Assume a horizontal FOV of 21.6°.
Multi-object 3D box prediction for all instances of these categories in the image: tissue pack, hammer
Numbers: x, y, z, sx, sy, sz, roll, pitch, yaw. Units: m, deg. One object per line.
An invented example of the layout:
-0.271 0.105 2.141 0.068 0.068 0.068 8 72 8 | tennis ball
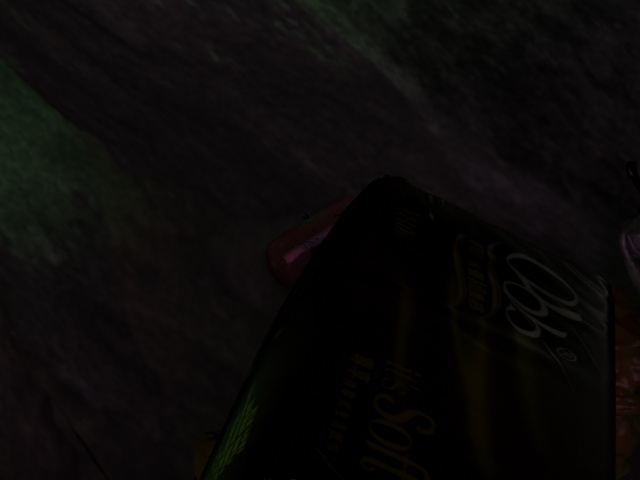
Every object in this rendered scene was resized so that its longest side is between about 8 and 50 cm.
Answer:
0.038 0.136 0.919 0.198 0.370 0.210 22 117 0 | tissue pack
0.000 0.000 1.184 0.083 0.043 0.043 -33 81 -12 | hammer

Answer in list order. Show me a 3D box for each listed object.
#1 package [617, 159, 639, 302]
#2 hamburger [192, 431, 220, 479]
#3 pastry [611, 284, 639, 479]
0.290 0.068 1.127 0.203 0.062 0.251 2 75 -46 | package
0.009 0.240 1.075 0.262 0.131 0.124 27 99 0 | hamburger
0.118 0.065 1.144 0.249 0.102 0.154 19 86 -3 | pastry
